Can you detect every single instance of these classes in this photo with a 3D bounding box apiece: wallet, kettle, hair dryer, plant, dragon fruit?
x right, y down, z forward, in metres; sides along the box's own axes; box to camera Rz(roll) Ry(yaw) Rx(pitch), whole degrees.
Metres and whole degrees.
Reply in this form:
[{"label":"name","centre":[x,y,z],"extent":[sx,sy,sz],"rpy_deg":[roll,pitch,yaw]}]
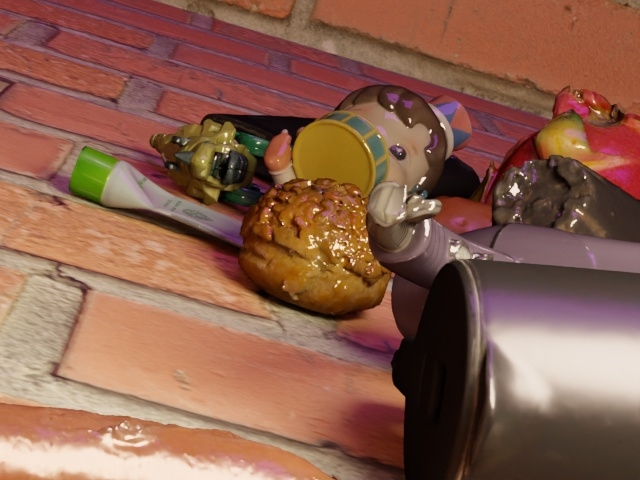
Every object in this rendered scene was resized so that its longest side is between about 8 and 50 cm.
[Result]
[{"label":"wallet","centre":[0.036,-0.110,2.187],"extent":[0.228,0.062,0.406],"rpy_deg":[24,14,27]},{"label":"kettle","centre":[0.219,0.101,1.133],"extent":[0.308,0.203,0.262],"rpy_deg":[8,31,-8]},{"label":"hair dryer","centre":[0.139,0.020,1.211],"extent":[0.301,0.121,0.361],"rpy_deg":[-3,-13,32]},{"label":"plant","centre":[0.250,0.026,1.600],"extent":[0.164,0.142,0.256],"rpy_deg":[-14,-35,23]},{"label":"dragon fruit","centre":[0.330,-0.049,1.955],"extent":[0.305,0.225,0.305],"rpy_deg":[19,11,-4]}]

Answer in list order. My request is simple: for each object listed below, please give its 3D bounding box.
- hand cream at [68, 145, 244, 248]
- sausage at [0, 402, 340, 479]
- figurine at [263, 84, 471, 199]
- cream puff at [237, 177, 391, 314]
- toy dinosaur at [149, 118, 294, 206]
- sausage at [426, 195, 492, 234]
[{"label":"hand cream","centre":[-0.117,-0.020,1.658],"extent":[0.275,0.050,0.079],"rpy_deg":[22,40,0]},{"label":"sausage","centre":[-0.129,0.130,0.886],"extent":[0.327,0.079,0.087],"rpy_deg":[11,13,-32]},{"label":"figurine","centre":[0.056,-0.090,1.773],"extent":[0.161,0.158,0.275],"rpy_deg":[36,33,9]},{"label":"cream puff","centre":[0.000,0.000,1.538],"extent":[0.165,0.115,0.150],"rpy_deg":[25,17,37]},{"label":"toy dinosaur","centre":[-0.121,-0.090,1.856],"extent":[0.153,0.094,0.259],"rpy_deg":[16,3,-23]},{"label":"sausage","centre":[0.242,0.020,1.787],"extent":[0.348,0.094,0.097],"rpy_deg":[10,33,19]}]
